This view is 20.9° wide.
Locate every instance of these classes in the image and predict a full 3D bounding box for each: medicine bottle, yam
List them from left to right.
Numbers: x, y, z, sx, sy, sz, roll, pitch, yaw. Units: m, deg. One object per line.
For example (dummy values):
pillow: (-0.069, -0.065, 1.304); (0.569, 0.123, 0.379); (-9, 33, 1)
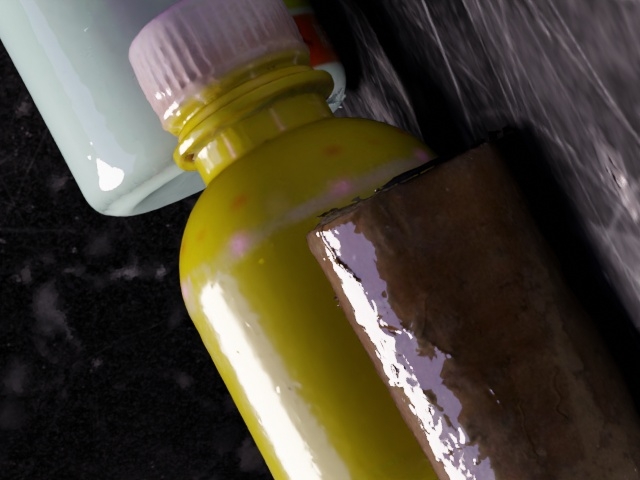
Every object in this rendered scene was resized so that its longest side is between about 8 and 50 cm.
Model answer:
medicine bottle: (-0.094, -0.135, 0.821); (0.225, 0.139, 0.139); (61, 175, 2)
medicine bottle: (0.000, 0.000, 0.695); (0.212, 0.122, 0.122); (62, 175, 9)
yam: (0.053, 0.033, 0.587); (0.084, 0.084, 0.127); (126, 119, -84)
